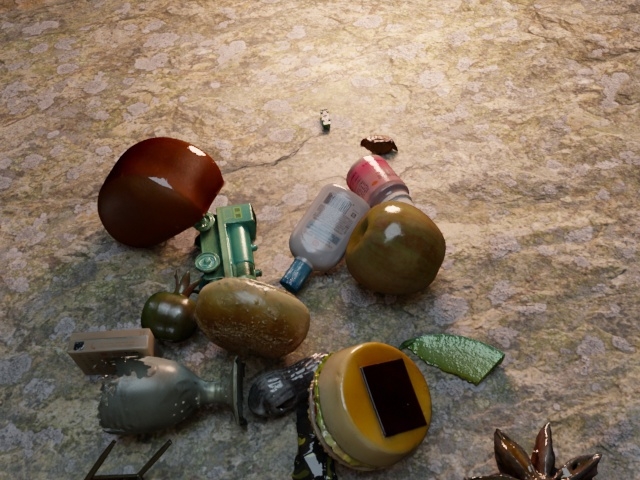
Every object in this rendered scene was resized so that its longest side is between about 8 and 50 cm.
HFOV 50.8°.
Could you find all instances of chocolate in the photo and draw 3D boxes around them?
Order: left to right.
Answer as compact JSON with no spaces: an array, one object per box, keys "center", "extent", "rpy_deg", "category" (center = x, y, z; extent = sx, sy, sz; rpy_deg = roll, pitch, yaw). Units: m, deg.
[{"center":[-0.063,0.349,1.643],"extent":[0.248,0.110,0.110],"rpy_deg":[-20,51,-16],"category":"chocolate"}]

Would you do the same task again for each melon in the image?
[{"center":[0.329,0.296,1.712],"extent":[0.262,0.053,0.113],"rpy_deg":[11,70,18],"category":"melon"}]

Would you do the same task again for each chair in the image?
[{"center":[-0.426,0.574,1.453],"extent":[0.272,0.166,0.188],"rpy_deg":[-48,51,20],"category":"chair"}]

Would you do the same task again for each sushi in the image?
[{"center":[0.195,-0.314,2.220],"extent":[0.120,0.055,0.052],"rpy_deg":[-5,38,-14],"category":"sushi"}]

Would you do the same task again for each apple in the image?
[{"center":[0.203,0.025,1.814],"extent":[0.234,0.257,0.256],"rpy_deg":[25,49,-15],"category":"apple"}]

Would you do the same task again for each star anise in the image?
[{"center":[0.470,0.548,1.432],"extent":[0.332,0.117,0.331],"rpy_deg":[-3,58,5],"category":"star anise"}]

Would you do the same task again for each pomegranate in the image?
[{"center":[-0.387,0.176,1.787],"extent":[0.152,0.131,0.191],"rpy_deg":[12,63,7],"category":"pomegranate"}]

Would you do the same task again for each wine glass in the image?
[{"center":[-0.353,0.364,1.602],"extent":[0.357,0.190,0.190],"rpy_deg":[0,50,-2],"category":"wine glass"}]

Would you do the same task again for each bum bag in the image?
[{"center":[-0.009,0.475,1.560],"extent":[0.107,0.060,0.232],"rpy_deg":[2,50,4],"category":"bum bag"}]

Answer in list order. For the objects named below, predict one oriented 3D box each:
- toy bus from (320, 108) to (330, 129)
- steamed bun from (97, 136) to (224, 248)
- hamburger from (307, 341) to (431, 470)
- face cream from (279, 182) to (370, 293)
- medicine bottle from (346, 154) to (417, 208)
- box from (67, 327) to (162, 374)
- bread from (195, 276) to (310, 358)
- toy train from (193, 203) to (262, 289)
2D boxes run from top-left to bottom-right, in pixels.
[{"center":[0.017,-0.420,2.332],"extent":[0.031,0.037,0.083],"rpy_deg":[-7,51,-3],"category":"toy bus"},{"center":[-0.482,-0.143,1.920],"extent":[0.379,0.248,0.235],"rpy_deg":[-20,36,41],"category":"steamed bun"},{"center":[0.105,0.372,1.534],"extent":[0.300,0.176,0.300],"rpy_deg":[16,54,-23],"category":"hamburger"},{"center":[0.000,0.000,1.912],"extent":[0.163,0.080,0.336],"rpy_deg":[31,71,8],"category":"face cream"},{"center":[0.187,-0.137,2.012],"extent":[0.147,0.147,0.247],"rpy_deg":[-24,52,-15],"category":"medicine bottle"},{"center":[-0.516,0.283,1.707],"extent":[0.201,0.141,0.058],"rpy_deg":[-4,55,3],"category":"box"},{"center":[-0.170,0.201,1.662],"extent":[0.306,0.305,0.158],"rpy_deg":[9,70,11],"category":"bread"},{"center":[-0.266,0.026,1.926],"extent":[0.194,0.120,0.298],"rpy_deg":[-7,50,-8],"category":"toy train"}]
